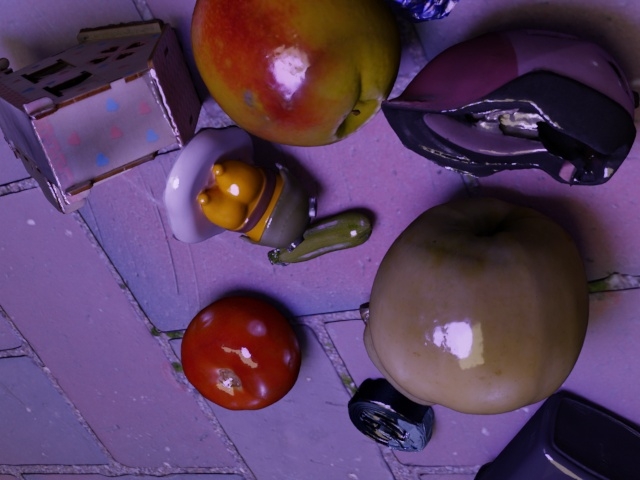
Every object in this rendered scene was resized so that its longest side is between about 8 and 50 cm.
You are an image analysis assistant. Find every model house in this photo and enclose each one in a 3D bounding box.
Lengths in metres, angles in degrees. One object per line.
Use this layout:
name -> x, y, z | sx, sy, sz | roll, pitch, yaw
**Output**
model house -> -0.276, -0.171, 1.185 | 0.326, 0.244, 0.169 | 29, 145, 54

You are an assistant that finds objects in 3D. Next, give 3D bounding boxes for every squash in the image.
squash -> 0.000, 0.000, 1.276 | 0.183, 0.052, 0.052 | -21, 114, 40

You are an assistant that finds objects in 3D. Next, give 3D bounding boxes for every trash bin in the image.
trash bin -> 0.334, 0.375, 1.320 | 0.209, 0.182, 0.290 | 28, 128, 6

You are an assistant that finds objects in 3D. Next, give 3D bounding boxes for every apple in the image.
apple -> 0.190, 0.080, 1.102 | 0.262, 0.262, 0.262 | 14, 131, 17

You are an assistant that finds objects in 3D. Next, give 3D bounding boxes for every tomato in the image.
tomato -> -0.119, 0.171, 1.418 | 0.195, 0.136, 0.195 | 12, 129, 15

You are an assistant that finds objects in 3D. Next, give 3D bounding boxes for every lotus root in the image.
lotus root -> 0.121, 0.159, 1.314 | 0.183, 0.090, 0.077 | 49, 159, -12

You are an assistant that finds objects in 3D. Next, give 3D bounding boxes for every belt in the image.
belt -> 0.109, 0.276, 1.436 | 0.140, 0.058, 0.105 | 27, 137, 5

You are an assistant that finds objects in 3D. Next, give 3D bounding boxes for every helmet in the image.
helmet -> 0.210, -0.150, 0.976 | 0.253, 0.154, 0.198 | 23, 172, 22

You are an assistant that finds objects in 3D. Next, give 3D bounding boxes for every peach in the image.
peach -> -0.028, -0.215, 1.003 | 0.231, 0.231, 0.231 | 14, 131, 17

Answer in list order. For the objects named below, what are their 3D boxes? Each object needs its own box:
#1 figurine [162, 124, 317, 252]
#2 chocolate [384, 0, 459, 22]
figurine -> -0.091, -0.044, 1.172 | 0.141, 0.250, 0.167 | 29, 95, 13
chocolate -> 0.192, -0.342, 0.858 | 0.343, 0.126, 0.148 | -28, 70, 37
